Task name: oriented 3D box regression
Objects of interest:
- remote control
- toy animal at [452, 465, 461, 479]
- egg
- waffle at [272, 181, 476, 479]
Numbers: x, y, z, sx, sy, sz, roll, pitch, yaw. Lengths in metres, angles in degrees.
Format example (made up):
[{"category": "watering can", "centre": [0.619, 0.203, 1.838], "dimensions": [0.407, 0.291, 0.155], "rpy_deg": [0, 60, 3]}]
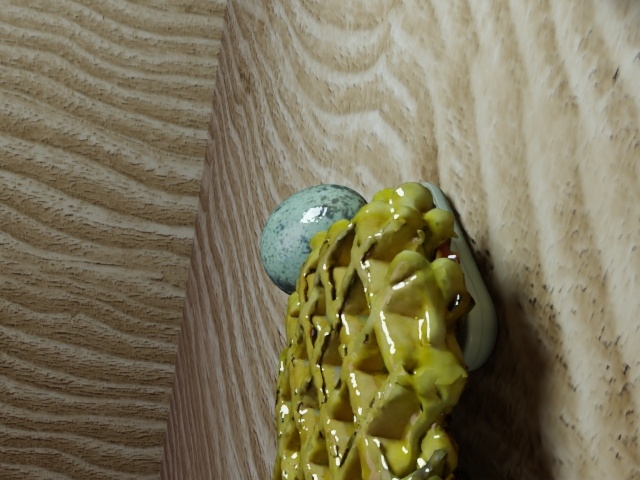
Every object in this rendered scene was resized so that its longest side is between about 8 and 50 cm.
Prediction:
[{"category": "remote control", "centre": [0.114, 0.028, 0.799], "dimensions": [0.221, 0.042, 0.078], "rpy_deg": [-103, 23, -48]}, {"category": "toy animal", "centre": [0.088, 0.286, 0.758], "dimensions": [0.188, 0.089, 0.179], "rpy_deg": [124, 153, -58]}, {"category": "egg", "centre": [0.000, 0.000, 1.035], "dimensions": [0.172, 0.132, 0.132], "rpy_deg": [-44, 43, 48]}, {"category": "waffle", "centre": [0.030, 0.143, 0.770], "dimensions": [0.379, 0.095, 0.382], "rpy_deg": [150, 128, -70]}]
